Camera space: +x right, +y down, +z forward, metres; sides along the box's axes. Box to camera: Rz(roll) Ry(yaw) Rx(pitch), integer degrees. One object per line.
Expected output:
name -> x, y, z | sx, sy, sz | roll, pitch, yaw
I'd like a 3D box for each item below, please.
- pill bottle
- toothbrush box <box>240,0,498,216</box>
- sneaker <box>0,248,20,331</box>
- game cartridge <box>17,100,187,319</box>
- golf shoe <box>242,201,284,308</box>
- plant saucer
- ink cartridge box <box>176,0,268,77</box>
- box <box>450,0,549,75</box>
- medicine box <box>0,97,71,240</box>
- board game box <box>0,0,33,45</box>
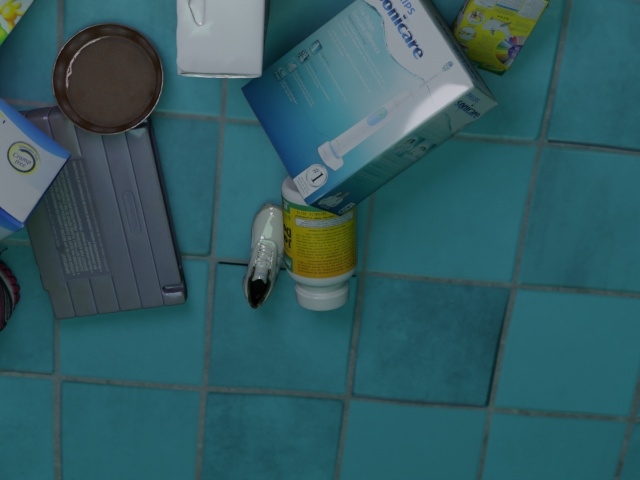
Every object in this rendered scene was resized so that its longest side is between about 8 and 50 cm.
pill bottle -> 0.000, 0.000, 2.051 | 0.117, 0.117, 0.208 | -2, 118, 1
toothbrush box -> 0.069, -0.209, 1.883 | 0.295, 0.126, 0.216 | -37, 71, 17
sneaker -> -0.582, 0.021, 2.061 | 0.121, 0.112, 0.299 | -28, 113, 14
game cartridge -> -0.354, -0.048, 2.058 | 0.230, 0.068, 0.355 | -5, 117, 7
golf shoe -> -0.085, 0.029, 2.084 | 0.069, 0.086, 0.176 | 9, 115, -3
plant saucer -> -0.315, -0.239, 1.941 | 0.168, 0.029, 0.168 | 0, 86, 5
ink cartridge box -> -0.127, -0.361, 1.774 | 0.117, 0.278, 0.201 | 3, 117, -1
box -> 0.253, -0.316, 1.902 | 0.105, 0.043, 0.179 | 15, 143, -9
medicine box -> -0.553, -0.116, 1.877 | 0.263, 0.149, 0.289 | 40, 147, -22
board game box -> -0.471, -0.373, 1.841 | 0.144, 0.142, 0.275 | 36, 112, -17
